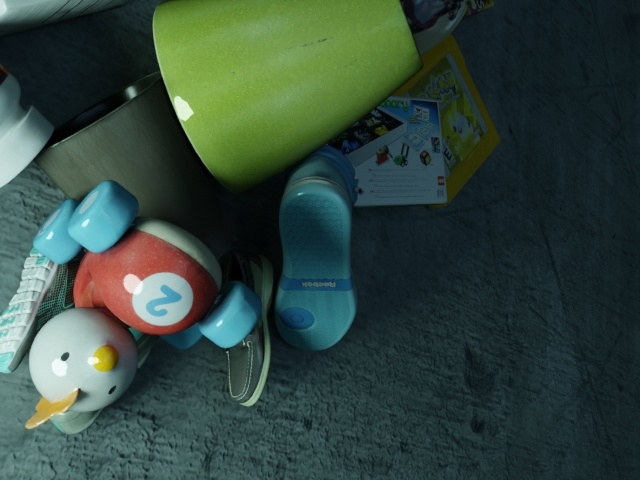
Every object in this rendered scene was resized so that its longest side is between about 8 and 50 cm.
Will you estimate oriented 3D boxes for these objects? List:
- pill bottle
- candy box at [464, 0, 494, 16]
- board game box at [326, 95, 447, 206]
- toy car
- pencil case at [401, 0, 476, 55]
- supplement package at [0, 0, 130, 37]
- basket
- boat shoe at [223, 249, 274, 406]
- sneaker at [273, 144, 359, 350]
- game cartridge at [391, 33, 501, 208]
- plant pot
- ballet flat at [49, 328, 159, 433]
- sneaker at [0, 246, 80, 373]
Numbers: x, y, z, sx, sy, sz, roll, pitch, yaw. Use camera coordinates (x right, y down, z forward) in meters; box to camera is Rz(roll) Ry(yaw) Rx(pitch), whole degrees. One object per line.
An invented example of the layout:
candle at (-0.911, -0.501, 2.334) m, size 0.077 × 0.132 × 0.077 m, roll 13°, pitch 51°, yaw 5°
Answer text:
pill bottle at (-0.404, -0.164, 0.816) m, size 0.221 × 0.121 × 0.121 m, roll 46°, pitch 53°, yaw -29°
candy box at (0.293, -0.529, 1.636) m, size 0.187 × 0.053 × 0.109 m, roll -33°, pitch 105°, yaw -45°
board game box at (0.090, -0.154, 1.324) m, size 0.305 × 0.053 × 0.193 m, roll -3°, pitch 87°, yaw -37°
toy car at (-0.227, 0.101, 0.820) m, size 0.219 × 0.210 × 0.238 m, roll 41°, pitch 60°, yaw -26°
pencil case at (0.064, -0.477, 1.254) m, size 0.410 × 0.183 × 0.160 m, roll 42°, pitch 18°, yaw -17°
supplement package at (-0.325, -0.341, 0.919) m, size 0.244 × 0.134 × 0.139 m, roll -33°, pitch 106°, yaw -43°
basket at (-0.220, -0.065, 0.967) m, size 0.204 × 0.154 × 0.227 m, roll -46°, pitch 118°, yaw -37°
boat shoe at (-0.116, 0.120, 1.089) m, size 0.073 × 0.080 × 0.223 m, roll 19°, pitch 64°, yaw -36°
sneaker at (0.000, 0.000, 1.162) m, size 0.208 × 0.127 × 0.319 m, roll -85°, pitch -179°, yaw -52°
game cartridge at (0.228, -0.270, 1.522) m, size 0.285 × 0.053 × 0.323 m, roll -46°, pitch 116°, yaw -40°
plant pot at (-0.023, -0.239, 1.017) m, size 0.275 × 0.294 × 0.274 m, roll -19°, pitch 90°, yaw -78°
ballet flat at (-0.258, 0.149, 0.956) m, size 0.213 × 0.072 × 0.068 m, roll -51°, pitch 145°, yaw -37°
sneaker at (-0.322, 0.082, 0.898) m, size 0.076 × 0.065 × 0.166 m, roll 39°, pitch 58°, yaw -38°
